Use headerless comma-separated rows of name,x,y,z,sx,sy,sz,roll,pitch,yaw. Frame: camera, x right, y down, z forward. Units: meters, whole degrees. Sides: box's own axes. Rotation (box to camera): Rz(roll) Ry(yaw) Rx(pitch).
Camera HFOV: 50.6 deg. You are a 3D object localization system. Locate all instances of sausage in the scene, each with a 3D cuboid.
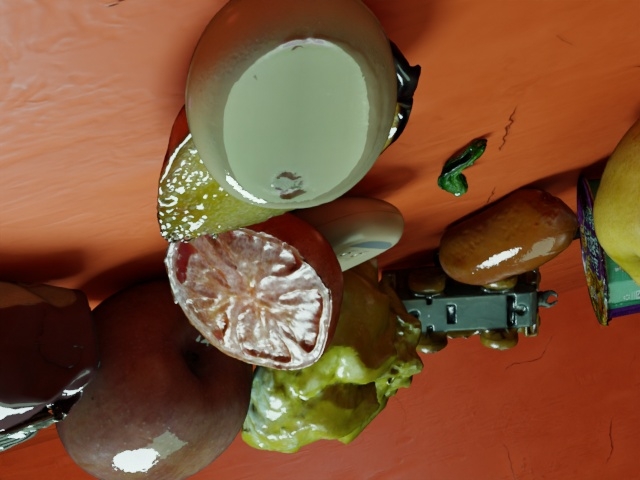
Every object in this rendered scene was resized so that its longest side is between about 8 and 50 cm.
sausage,0.310,0.001,1.149,0.133,0.133,0.258,0,158,-44

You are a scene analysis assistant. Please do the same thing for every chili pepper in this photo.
chili pepper,0.175,-0.092,0.872,0.056,0.035,0.118,-25,157,-15

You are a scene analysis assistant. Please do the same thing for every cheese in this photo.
cheese,-0.013,-0.122,0.412,0.137,0.064,0.227,-4,131,-15

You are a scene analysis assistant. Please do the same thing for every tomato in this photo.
tomato,-0.069,0.045,0.830,0.237,0.236,0.095,-29,-165,40

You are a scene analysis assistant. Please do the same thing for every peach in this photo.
peach,-0.044,-0.087,0.569,0.279,0.068,0.189,-31,149,27

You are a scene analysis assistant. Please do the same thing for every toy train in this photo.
toy train,0.304,0.122,1.426,0.370,0.163,0.231,-3,-169,2

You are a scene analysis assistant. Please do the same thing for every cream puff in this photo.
cream puff,0.035,0.200,1.165,0.276,0.378,0.378,23,160,-1

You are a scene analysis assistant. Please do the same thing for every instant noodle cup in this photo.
instant noodle cup,0.529,0.004,1.081,0.190,0.251,0.251,-8,167,15

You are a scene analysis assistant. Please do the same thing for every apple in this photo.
apple,-0.230,0.203,0.984,0.235,0.305,0.306,-25,162,37

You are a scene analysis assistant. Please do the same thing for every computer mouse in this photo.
computer mouse,0.000,0.000,0.916,0.237,0.081,0.145,-27,161,39

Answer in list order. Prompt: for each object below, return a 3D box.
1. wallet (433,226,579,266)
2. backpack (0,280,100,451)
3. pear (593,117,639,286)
wallet,0.395,0.003,1.393,0.321,0.044,0.170,-5,164,-36
backpack,-0.462,0.164,0.817,0.317,0.197,0.283,-26,154,36
pear,0.506,-0.055,0.833,0.315,0.314,0.314,-15,164,-4
